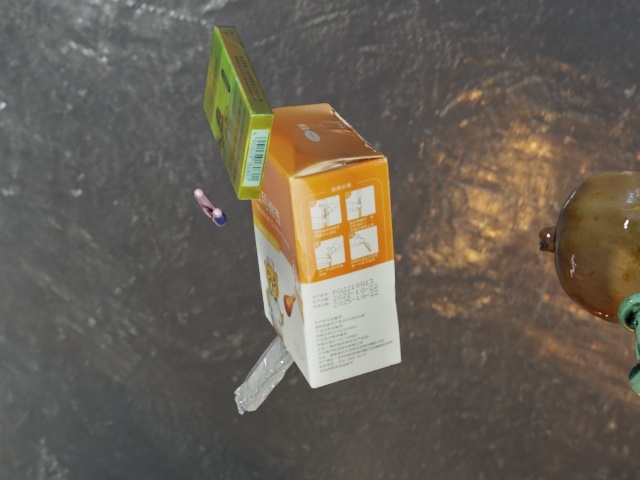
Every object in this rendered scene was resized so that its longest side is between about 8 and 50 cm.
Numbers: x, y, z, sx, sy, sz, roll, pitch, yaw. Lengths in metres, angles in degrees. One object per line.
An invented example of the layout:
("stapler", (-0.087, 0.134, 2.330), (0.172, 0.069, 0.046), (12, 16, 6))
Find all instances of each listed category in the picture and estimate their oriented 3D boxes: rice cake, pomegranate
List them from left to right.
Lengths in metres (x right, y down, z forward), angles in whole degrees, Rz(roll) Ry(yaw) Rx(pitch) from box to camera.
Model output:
("rice cake", (-0.069, 0.199, 2.042), (0.270, 0.049, 0.055), (-55, 50, 17))
("pomegranate", (0.486, 0.009, 1.899), (0.271, 0.229, 0.252), (15, 138, 30))

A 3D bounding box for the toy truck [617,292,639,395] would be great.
("toy truck", (0.489, 0.084, 1.467), (0.156, 0.155, 0.278), (11, 129, -2))

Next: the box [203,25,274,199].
("box", (-0.101, -0.155, 1.377), (0.030, 0.193, 0.121), (-2, 131, -19))

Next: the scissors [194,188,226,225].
("scissors", (-0.115, -0.031, 1.233), (0.039, 0.012, 0.113), (45, 175, 5))

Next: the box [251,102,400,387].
("box", (0.000, 0.000, 1.633), (0.144, 0.225, 0.341), (-16, 120, -15))
